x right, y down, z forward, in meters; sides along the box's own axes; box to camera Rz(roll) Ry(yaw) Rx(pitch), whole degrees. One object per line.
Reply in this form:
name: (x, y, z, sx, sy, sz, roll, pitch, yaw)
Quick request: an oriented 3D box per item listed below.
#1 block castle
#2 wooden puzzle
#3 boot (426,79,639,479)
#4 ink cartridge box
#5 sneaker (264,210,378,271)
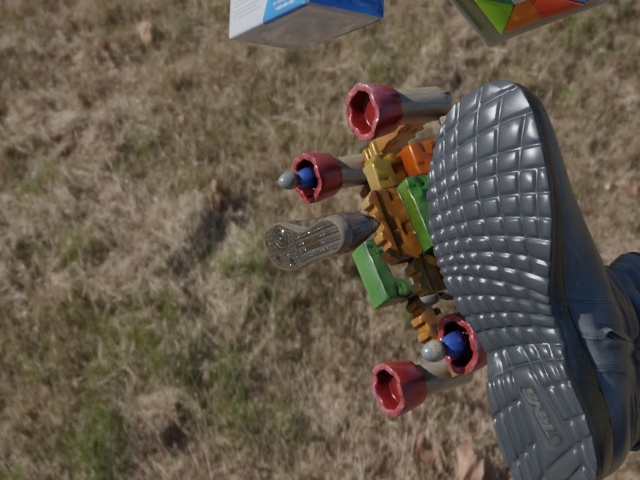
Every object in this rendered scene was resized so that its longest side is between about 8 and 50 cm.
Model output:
block castle: (0.121, 0.012, 1.443, 0.213, 0.303, 0.453, -11, 71, -30)
wooden puzzle: (0.325, -0.418, 1.537, 0.239, 0.221, 0.044, -19, 48, 34)
boot: (0.215, 0.031, 0.812, 0.118, 0.338, 0.223, -8, 3, 45)
ink cartridge box: (-0.025, -0.562, 1.676, 0.166, 0.285, 0.394, 3, 87, -31)
sneaker: (0.000, 0.000, 1.235, 0.071, 0.188, 0.066, -13, 94, -35)
